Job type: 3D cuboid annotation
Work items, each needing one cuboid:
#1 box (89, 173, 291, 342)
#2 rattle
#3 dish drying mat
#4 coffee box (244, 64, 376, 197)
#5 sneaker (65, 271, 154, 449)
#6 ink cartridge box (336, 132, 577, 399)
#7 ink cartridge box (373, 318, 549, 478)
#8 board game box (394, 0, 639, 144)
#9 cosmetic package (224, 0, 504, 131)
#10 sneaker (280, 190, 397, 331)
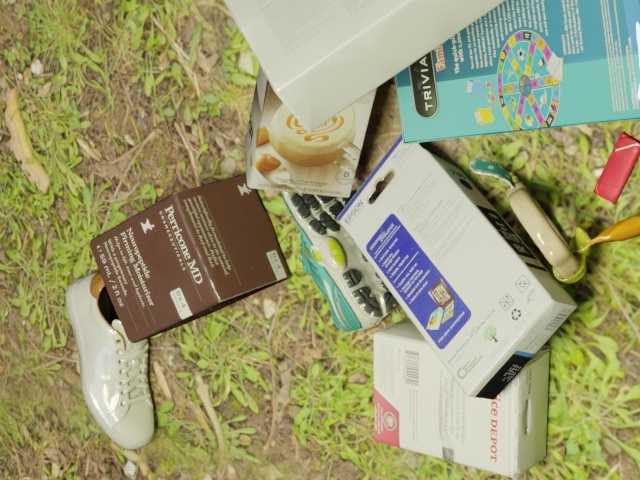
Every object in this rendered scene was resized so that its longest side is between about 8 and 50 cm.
[{"bbox_3d":[-0.189,0.026,1.851,0.203,0.167,0.168,-26,85,38],"label":"box"},{"bbox_3d":[0.285,-0.058,1.535,0.143,0.130,0.200,-46,46,24],"label":"rattle"},{"bbox_3d":[0.352,-0.085,1.512,0.032,0.008,0.083,34,120,25],"label":"dish drying mat"},{"bbox_3d":[-0.011,-0.183,1.632,0.098,0.141,0.246,-97,15,-48],"label":"coffee box"},{"bbox_3d":[-0.317,0.188,2.029,0.123,0.106,0.290,-22,87,41],"label":"sneaker"},{"bbox_3d":[0.161,0.024,1.597,0.165,0.065,0.333,-52,51,22],"label":"ink cartridge box"},{"bbox_3d":[0.182,0.200,1.662,0.218,0.092,0.159,10,108,37],"label":"ink cartridge box"},{"bbox_3d":[0.238,-0.257,1.509,0.336,0.079,0.254,-3,99,38],"label":"board game box"},{"bbox_3d":[0.071,-0.336,1.436,0.377,0.097,0.284,-33,55,8],"label":"cosmetic package"},{"bbox_3d":[0.000,0.000,1.748,0.110,0.107,0.275,-34,78,51],"label":"sneaker"}]
